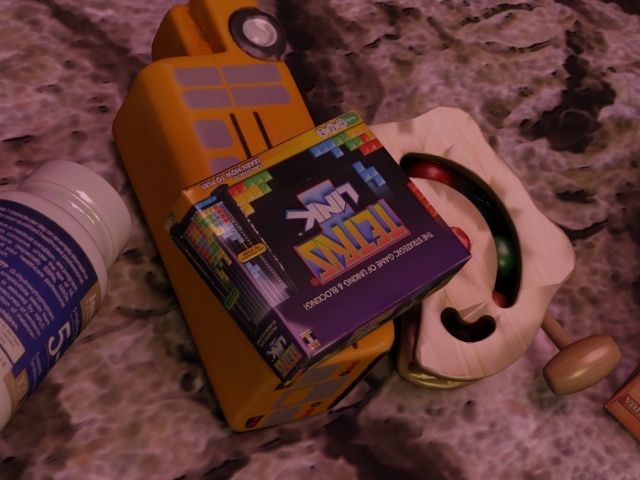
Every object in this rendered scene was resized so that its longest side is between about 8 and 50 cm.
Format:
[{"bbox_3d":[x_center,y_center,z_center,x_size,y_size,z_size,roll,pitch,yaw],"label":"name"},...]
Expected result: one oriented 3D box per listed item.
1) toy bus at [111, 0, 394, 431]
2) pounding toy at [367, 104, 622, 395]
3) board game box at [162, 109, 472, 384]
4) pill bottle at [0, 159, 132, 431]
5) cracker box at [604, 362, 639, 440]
[{"bbox_3d":[-0.059,-0.033,1.097,0.130,0.108,0.333,-9,63,-32],"label":"toy bus"},{"bbox_3d":[0.100,0.034,1.156,0.154,0.155,0.269,-36,86,-14],"label":"pounding toy"},{"bbox_3d":[0.000,0.000,1.001,0.170,0.048,0.141,-30,74,-39],"label":"board game box"},{"bbox_3d":[-0.206,0.033,0.962,0.112,0.112,0.187,36,48,-2],"label":"pill bottle"},{"bbox_3d":[0.366,0.123,1.252,0.156,0.067,0.232,46,47,8],"label":"cracker box"}]
